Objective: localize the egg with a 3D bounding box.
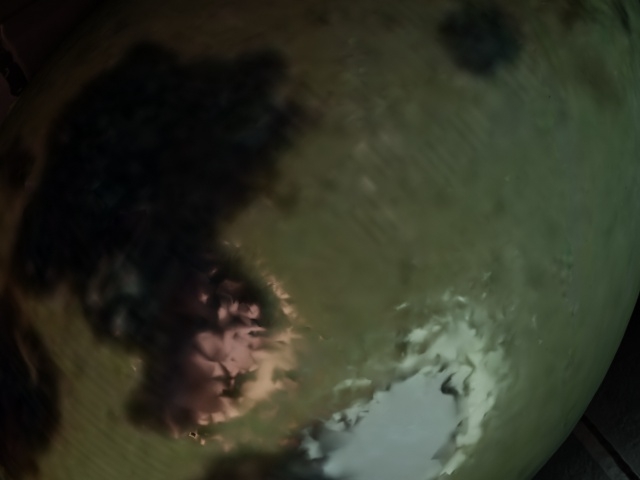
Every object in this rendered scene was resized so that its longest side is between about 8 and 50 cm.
[{"bbox_3d":[0.000,0.000,0.709,0.428,0.345,0.345,-44,160,10],"label":"egg"}]
